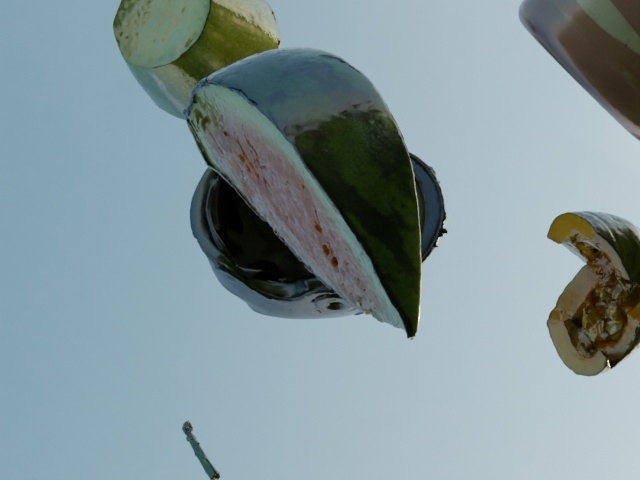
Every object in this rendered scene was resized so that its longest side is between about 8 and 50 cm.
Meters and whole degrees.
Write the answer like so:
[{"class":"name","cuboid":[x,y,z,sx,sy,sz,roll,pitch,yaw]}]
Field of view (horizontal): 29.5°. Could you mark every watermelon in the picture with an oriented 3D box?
[{"class":"watermelon","cuboid":[-0.010,-0.039,0.662,0.063,0.245,0.119,-19,-58,-25]}]

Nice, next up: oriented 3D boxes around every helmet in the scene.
[{"class":"helmet","cuboid":[0.000,0.000,1.467,0.306,0.177,0.225,9,-119,8]}]

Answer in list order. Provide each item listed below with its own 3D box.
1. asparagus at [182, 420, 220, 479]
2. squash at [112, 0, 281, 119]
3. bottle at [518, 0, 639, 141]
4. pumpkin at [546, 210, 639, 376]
[{"class":"asparagus","cuboid":[-0.141,0.240,1.405,0.015,0.114,0.014,33,-80,-37]},{"class":"squash","cuboid":[-0.141,-0.220,1.306,0.123,0.170,0.170,29,-95,-62]},{"class":"bottle","cuboid":[0.313,-0.243,0.998,0.297,0.173,0.206,-44,-56,16]},{"class":"pumpkin","cuboid":[0.316,0.050,1.324,0.108,0.119,0.183,-13,-63,-28]}]
